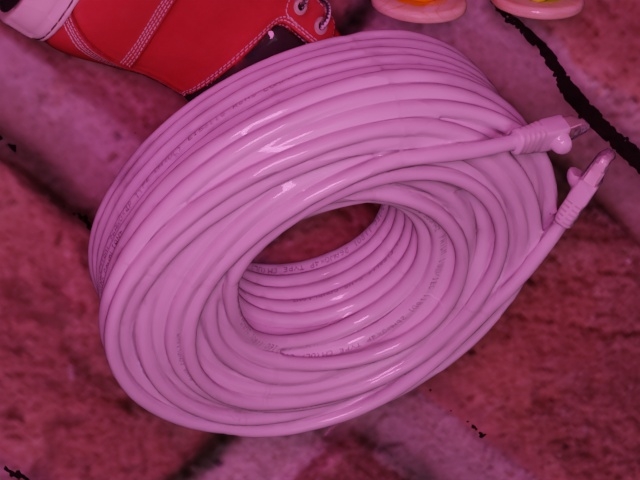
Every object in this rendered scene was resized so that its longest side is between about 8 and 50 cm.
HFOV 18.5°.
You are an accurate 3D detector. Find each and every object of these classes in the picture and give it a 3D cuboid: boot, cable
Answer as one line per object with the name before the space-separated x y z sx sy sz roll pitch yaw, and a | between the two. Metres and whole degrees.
boot | -0.031 -0.176 1.002 0.176 0.088 0.244 24 116 -28
cable | 0.000 0.000 1.066 0.257 0.089 0.257 3 134 -32

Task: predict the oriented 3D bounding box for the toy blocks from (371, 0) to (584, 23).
toy blocks | 0.091 -0.194 1.047 0.123 0.054 0.148 -4 118 -15
